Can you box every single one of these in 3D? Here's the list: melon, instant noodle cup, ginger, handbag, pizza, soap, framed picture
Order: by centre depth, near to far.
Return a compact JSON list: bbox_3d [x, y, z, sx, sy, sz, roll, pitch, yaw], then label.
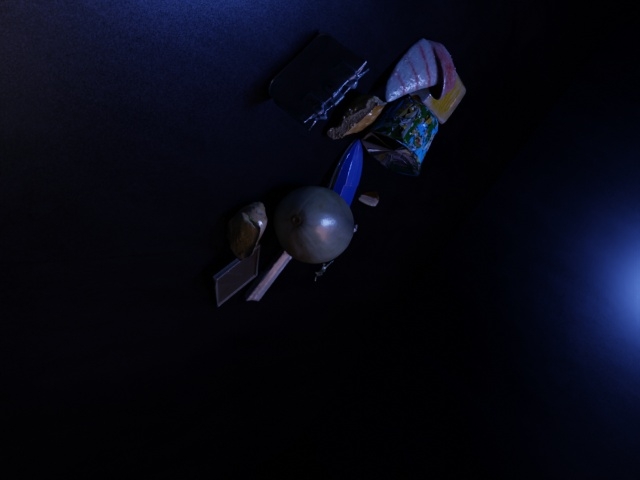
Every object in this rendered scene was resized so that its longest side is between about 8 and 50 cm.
[{"bbox_3d":[-0.005,-0.406,1.468,0.229,0.179,0.062,-45,156,-5],"label":"handbag"},{"bbox_3d":[-0.219,-0.031,1.751,0.122,0.115,0.193,-52,177,-45],"label":"ginger"},{"bbox_3d":[0.125,-0.405,1.831,0.188,0.080,0.204,-36,175,31],"label":"pizza"},{"bbox_3d":[-0.022,-0.053,1.864,0.272,0.272,0.308,-43,153,-14],"label":"melon"},{"bbox_3d":[-0.275,0.120,1.904,0.189,0.023,0.260,-39,165,-23],"label":"framed picture"},{"bbox_3d":[0.282,-0.361,1.966,0.178,0.240,0.240,-56,158,-15],"label":"instant noodle cup"},{"bbox_3d":[0.435,-0.548,2.123,0.173,0.089,0.274,-56,156,11],"label":"soap"}]

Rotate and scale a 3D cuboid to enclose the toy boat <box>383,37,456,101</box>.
[{"bbox_3d":[0.309,-0.540,1.880,0.282,0.096,0.206,-25,108,-22],"label":"toy boat"}]

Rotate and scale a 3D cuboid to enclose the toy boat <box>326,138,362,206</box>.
[{"bbox_3d":[0.082,-0.217,2.020,0.129,0.088,0.295,-7,121,-56],"label":"toy boat"}]

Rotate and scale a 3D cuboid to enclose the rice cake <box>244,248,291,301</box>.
[{"bbox_3d":[-0.183,0.116,2.075,0.256,0.052,0.057,-53,153,7],"label":"rice cake"}]

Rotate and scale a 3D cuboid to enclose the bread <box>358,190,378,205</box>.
[{"bbox_3d":[0.205,-0.166,2.320,0.109,0.062,0.043,-12,138,-49],"label":"bread"}]

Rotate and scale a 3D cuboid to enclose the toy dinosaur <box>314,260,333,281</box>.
[{"bbox_3d":[0.011,0.124,2.462,0.119,0.029,0.060,-48,172,-17],"label":"toy dinosaur"}]
